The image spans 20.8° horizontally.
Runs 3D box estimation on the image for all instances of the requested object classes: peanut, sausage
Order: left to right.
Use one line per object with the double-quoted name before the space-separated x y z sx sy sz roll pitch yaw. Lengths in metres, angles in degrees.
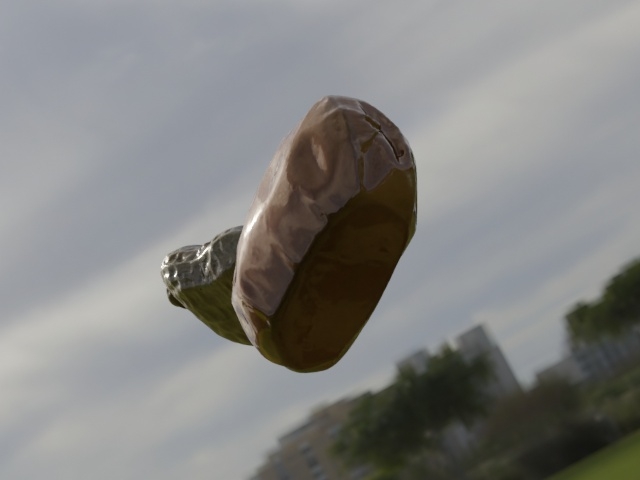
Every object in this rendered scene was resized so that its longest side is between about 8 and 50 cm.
"peanut" -0.077 0.051 1.936 0.196 0.110 0.233 29 -33 -36
"sausage" 0.001 0.000 1.395 0.120 0.136 0.241 9 -56 -24
